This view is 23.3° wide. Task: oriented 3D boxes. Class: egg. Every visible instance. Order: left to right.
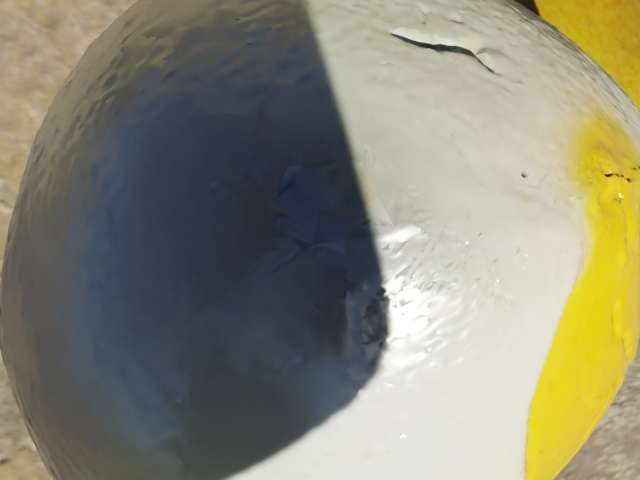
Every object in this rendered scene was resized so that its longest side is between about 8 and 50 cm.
[{"bbox_3d":[0.000,0.000,0.694,0.337,0.201,0.337,0,79,0],"label":"egg"}]

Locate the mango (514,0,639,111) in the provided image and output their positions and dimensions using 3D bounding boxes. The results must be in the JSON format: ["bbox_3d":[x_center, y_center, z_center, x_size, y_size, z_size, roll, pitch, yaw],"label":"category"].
[{"bbox_3d":[0.205,-0.076,0.987,0.173,0.211,0.317,-38,92,9],"label":"mango"}]
